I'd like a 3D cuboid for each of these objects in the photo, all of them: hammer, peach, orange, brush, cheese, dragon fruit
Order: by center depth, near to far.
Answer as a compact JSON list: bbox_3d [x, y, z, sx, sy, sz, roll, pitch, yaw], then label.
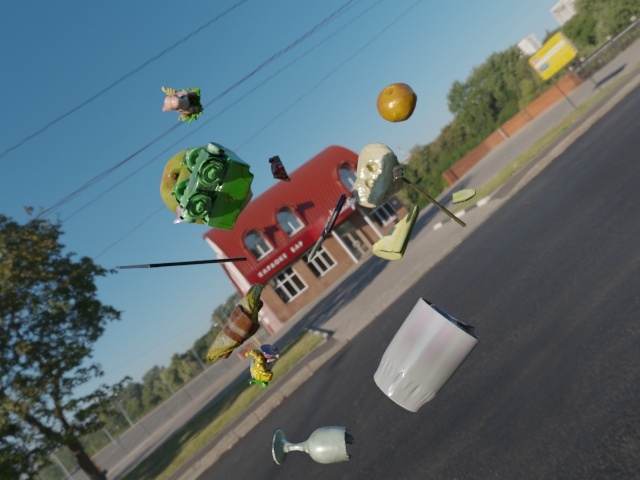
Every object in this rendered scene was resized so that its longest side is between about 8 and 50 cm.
[{"bbox_3d":[0.310,-0.112,1.293,0.029,0.292,0.058,-38,31,37],"label":"hammer"},{"bbox_3d":[0.290,-0.518,1.756,0.155,0.154,0.134,-39,-43,3],"label":"orange"},{"bbox_3d":[-0.429,-0.197,1.761,0.314,0.281,0.315,-28,-40,22],"label":"peach"},{"bbox_3d":[0.238,-0.277,1.956,0.174,0.248,0.251,13,41,32],"label":"cheese"},{"bbox_3d":[-0.182,-0.301,1.991,0.068,0.126,0.112,-26,10,-1],"label":"dragon fruit"},{"bbox_3d":[0.000,0.000,2.119,0.042,0.039,0.299,-3,37,30],"label":"brush"}]

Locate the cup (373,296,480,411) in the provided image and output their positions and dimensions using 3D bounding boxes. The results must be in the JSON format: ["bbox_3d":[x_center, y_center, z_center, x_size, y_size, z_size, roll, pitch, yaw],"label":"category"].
[{"bbox_3d":[0.376,0.407,1.681,0.371,0.253,0.253,-55,-4,6],"label":"cup"}]

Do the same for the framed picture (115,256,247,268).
[{"bbox_3d":[-0.450,0.074,1.512,0.339,0.014,0.255,-2,-2,-43],"label":"framed picture"}]

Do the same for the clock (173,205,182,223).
[{"bbox_3d":[-0.406,-0.099,1.495,0.110,0.050,0.153,-13,7,25],"label":"clock"}]

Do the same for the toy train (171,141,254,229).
[{"bbox_3d":[-0.306,-0.153,1.333,0.188,0.132,0.243,11,-71,-43],"label":"toy train"}]

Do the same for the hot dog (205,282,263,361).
[{"bbox_3d":[-0.231,0.251,1.367,0.261,0.093,0.123,-57,3,-4],"label":"hot dog"}]

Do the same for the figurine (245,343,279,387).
[{"bbox_3d":[-0.219,0.447,1.641,0.095,0.115,0.156,-112,37,-63],"label":"figurine"}]

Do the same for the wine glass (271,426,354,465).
[{"bbox_3d":[-0.032,0.807,1.826,0.321,0.143,0.143,-9,8,20],"label":"wine glass"}]

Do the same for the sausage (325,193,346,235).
[{"bbox_3d":[0.057,-0.099,1.738,0.028,0.025,0.198,-22,38,59],"label":"sausage"}]

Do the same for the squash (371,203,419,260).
[{"bbox_3d":[0.353,-0.038,2.085,0.169,0.093,0.252,3,62,46],"label":"squash"}]

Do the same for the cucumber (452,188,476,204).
[{"bbox_3d":[0.652,-0.197,2.093,0.107,0.035,0.067,-16,43,30],"label":"cucumber"}]

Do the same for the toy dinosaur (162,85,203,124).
[{"bbox_3d":[-0.567,-0.534,1.856,0.194,0.152,0.177,17,26,37],"label":"toy dinosaur"}]
